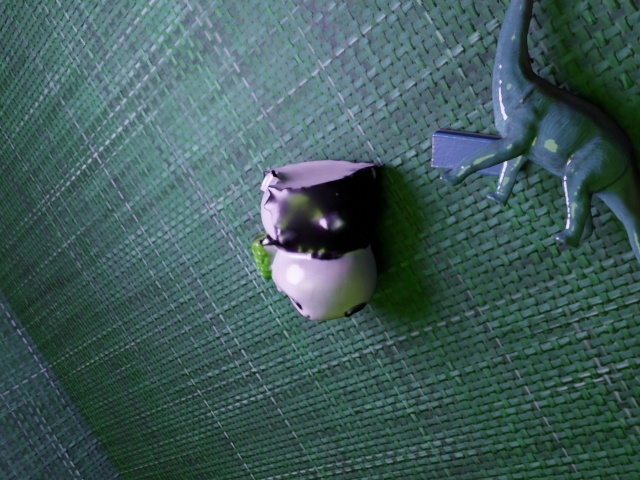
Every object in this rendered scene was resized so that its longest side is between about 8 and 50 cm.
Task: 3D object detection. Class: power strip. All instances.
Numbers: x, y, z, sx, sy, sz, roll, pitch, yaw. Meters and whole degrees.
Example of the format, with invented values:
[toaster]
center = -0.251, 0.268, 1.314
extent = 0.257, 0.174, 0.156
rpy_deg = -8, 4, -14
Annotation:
[power strip]
center = 0.227, -0.131, 1.007
extent = 0.123, 0.032, 0.056
rpy_deg = 13, 120, 31

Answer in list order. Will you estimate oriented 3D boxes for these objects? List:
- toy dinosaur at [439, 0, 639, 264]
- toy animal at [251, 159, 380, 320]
[toy dinosaur]
center = 0.344, -0.170, 0.873
extent = 0.383, 0.129, 0.331
rpy_deg = 26, 106, 9
[toy animal]
center = -0.009, 0.002, 1.138
extent = 0.212, 0.212, 0.266
rpy_deg = 12, 113, 32
